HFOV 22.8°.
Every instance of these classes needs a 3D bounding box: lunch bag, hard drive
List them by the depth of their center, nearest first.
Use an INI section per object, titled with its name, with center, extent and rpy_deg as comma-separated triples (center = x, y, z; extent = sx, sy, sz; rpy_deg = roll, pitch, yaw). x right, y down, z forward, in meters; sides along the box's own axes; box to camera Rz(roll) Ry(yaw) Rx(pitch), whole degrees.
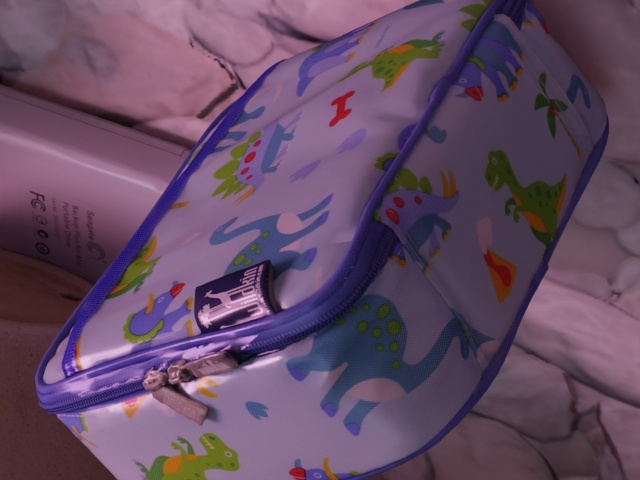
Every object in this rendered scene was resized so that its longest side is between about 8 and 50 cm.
[lunch bag]
center = 0.000, 0.000, 0.601
extent = 0.176, 0.219, 0.090
rpy_deg = -19, 118, 42
[hard drive]
center = -0.190, -0.005, 0.843
extent = 0.307, 0.040, 0.203
rpy_deg = 20, 137, 13

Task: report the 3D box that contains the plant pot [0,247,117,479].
[plant pot]
center = -0.180, 0.107, 0.749
extent = 0.284, 0.284, 0.191
rpy_deg = 19, 102, 14
